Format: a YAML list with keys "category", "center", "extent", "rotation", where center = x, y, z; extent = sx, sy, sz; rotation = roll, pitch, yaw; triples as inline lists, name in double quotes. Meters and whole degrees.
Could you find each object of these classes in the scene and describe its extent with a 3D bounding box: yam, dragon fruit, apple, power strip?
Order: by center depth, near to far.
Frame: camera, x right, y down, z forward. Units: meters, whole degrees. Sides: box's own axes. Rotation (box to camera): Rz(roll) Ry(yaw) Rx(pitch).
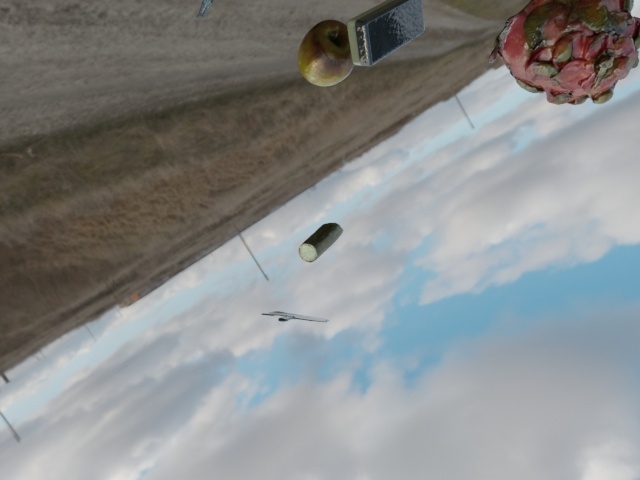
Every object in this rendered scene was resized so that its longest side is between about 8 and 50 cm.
- category: "dragon fruit"
  center: [0.601, -0.439, 1.188]
  extent: [0.314, 0.263, 0.296]
  rotation: [-41, 161, 21]
- category: "power strip"
  center: [0.166, -0.521, 1.231]
  extent: [0.070, 0.105, 0.257]
  rotation: [22, -131, 37]
- category: "apple"
  center: [0.013, -0.496, 1.347]
  extent: [0.146, 0.163, 0.147]
  rotation: [11, 162, -16]
- category: "yam"
  center: [0.000, 0.000, 1.503]
  extent: [0.146, 0.070, 0.070]
  rotation: [-44, -168, -27]

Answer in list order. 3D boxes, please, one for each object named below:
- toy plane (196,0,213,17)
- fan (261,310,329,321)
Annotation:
- category: "toy plane"
  center: [-0.256, -0.633, 1.172]
  extent: [0.226, 0.226, 0.058]
  rotation: [-9, -163, -34]
- category: "fan"
  center: [-0.052, 0.149, 0.978]
  extent: [0.132, 0.009, 0.220]
  rotation: [5, 174, 9]
